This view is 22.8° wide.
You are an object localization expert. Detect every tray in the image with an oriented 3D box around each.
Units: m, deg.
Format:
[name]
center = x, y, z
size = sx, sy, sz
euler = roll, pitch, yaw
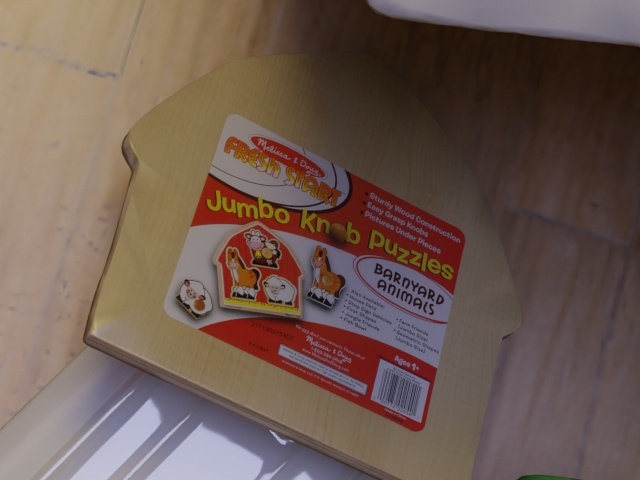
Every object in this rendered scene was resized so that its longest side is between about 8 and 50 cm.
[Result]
[tray]
center = -0.078, 0.126, 0.660
size = 0.145, 0.030, 0.270
euler = 45, 74, -2

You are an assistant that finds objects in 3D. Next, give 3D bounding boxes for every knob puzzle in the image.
[knob puzzle]
center = 0.000, 0.000, 0.683
size = 0.213, 0.030, 0.213
euler = 13, 59, -23

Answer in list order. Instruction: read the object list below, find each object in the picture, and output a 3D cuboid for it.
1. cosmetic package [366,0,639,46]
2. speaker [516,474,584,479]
[cosmetic package]
center = 0.171, -0.285, 0.546
size = 0.327, 0.393, 0.329
euler = 4, 123, -11
[speaker]
center = 0.093, 0.250, 0.624
size = 0.131, 0.131, 0.296
euler = 19, 76, -8
